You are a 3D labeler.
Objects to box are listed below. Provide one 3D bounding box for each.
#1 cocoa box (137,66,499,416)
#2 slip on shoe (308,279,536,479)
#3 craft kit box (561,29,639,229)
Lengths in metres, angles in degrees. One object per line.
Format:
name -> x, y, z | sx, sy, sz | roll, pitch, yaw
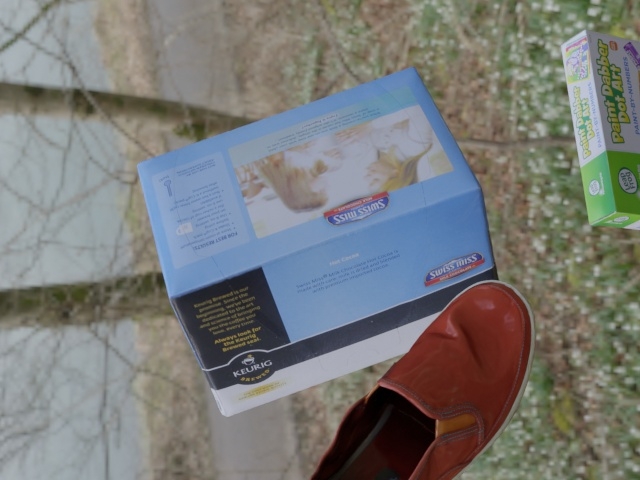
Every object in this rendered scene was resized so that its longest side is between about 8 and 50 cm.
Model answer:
cocoa box -> 0.000, 0.000, 1.311 | 0.228, 0.347, 0.231 | 72, 178, -46
slip on shoe -> 0.096, 0.156, 1.061 | 0.123, 0.331, 0.101 | 27, 150, 29
craft kit box -> 0.437, -0.134, 1.492 | 0.061, 0.247, 0.250 | -34, 57, 58
